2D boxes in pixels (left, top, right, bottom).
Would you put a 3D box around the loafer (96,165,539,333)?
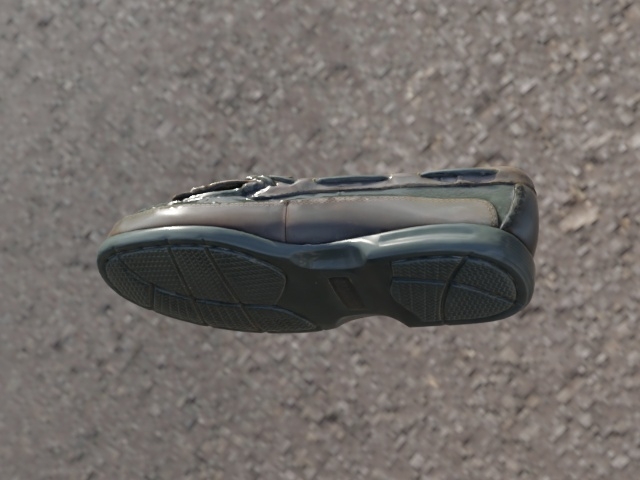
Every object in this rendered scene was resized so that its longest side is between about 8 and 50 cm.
[{"bbox_3d":[0.000,0.000,0.881,0.268,0.096,0.084,1,51,20],"label":"loafer"}]
